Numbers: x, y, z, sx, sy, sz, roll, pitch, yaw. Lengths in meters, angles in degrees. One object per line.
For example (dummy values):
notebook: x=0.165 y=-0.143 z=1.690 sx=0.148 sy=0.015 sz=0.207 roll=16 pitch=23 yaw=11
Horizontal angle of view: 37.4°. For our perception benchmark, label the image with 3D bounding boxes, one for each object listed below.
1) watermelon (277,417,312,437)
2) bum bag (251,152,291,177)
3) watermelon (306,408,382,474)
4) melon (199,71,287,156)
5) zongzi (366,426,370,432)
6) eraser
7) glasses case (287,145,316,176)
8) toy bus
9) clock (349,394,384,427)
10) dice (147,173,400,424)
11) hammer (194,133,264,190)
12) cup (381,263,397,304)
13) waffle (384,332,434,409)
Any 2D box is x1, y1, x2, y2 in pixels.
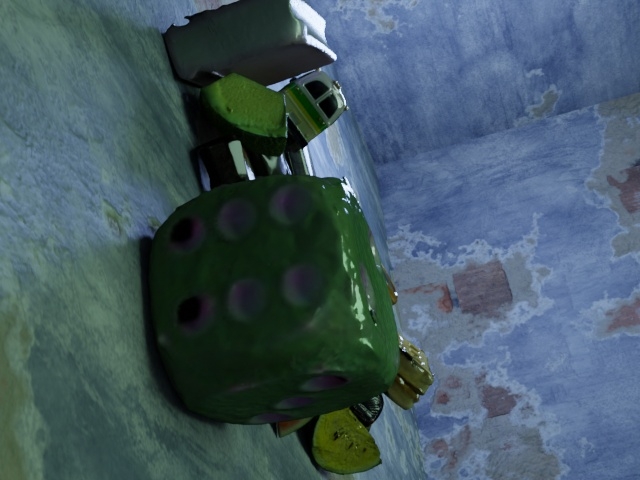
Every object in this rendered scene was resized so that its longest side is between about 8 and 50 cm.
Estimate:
watermelon: x=-0.060 y=0.318 z=1.831 sx=0.094 sy=0.125 sz=0.135 roll=19 pitch=88 yaw=-62
bum bag: x=-0.117 y=-0.191 z=2.261 sx=0.142 sy=0.079 sz=0.326 roll=-99 pitch=168 yaw=-61
watermelon: x=0.039 y=0.425 z=2.074 sx=0.123 sy=0.129 sz=0.301 roll=-89 pitch=157 yaw=-43
melon: x=-0.144 y=-0.248 z=1.964 sx=0.196 sy=0.124 sz=0.323 roll=32 pitch=-3 yaw=0
zongzi: x=0.093 y=0.422 z=2.497 sx=0.248 sy=0.111 sz=0.241 roll=-75 pitch=167 yaw=-80
eraser: x=-0.132 y=-0.399 z=1.949 sx=0.359 sy=0.272 sz=0.122 roll=-20 pitch=95 yaw=-80
glasses case: x=-0.036 y=-0.152 z=2.664 sx=0.114 sy=0.060 sz=0.299 roll=7 pitch=68 yaw=-76
toy bus: x=-0.049 y=-0.321 z=2.310 sx=0.143 sy=0.179 sz=0.305 roll=52 pitch=-4 yaw=-9
clock: x=0.053 y=0.327 z=2.159 sx=0.195 sy=0.100 sz=0.194 roll=42 pitch=10 yaw=-8
dice: x=-0.066 y=0.099 z=1.477 sx=0.330 sy=0.322 sz=0.318 roll=55 pitch=22 yaw=-64
hammer: x=-0.143 y=-0.099 z=1.963 sx=0.409 sy=0.095 sz=0.243 roll=-53 pitch=123 yaw=-81
cup: x=-0.001 y=0.104 z=1.851 sx=0.226 sy=0.264 sz=0.182 roll=63 pitch=7 yaw=19
waffle: x=0.096 y=0.214 z=2.224 sx=0.376 sy=0.114 sz=0.261 roll=41 pitch=9 yaw=0
